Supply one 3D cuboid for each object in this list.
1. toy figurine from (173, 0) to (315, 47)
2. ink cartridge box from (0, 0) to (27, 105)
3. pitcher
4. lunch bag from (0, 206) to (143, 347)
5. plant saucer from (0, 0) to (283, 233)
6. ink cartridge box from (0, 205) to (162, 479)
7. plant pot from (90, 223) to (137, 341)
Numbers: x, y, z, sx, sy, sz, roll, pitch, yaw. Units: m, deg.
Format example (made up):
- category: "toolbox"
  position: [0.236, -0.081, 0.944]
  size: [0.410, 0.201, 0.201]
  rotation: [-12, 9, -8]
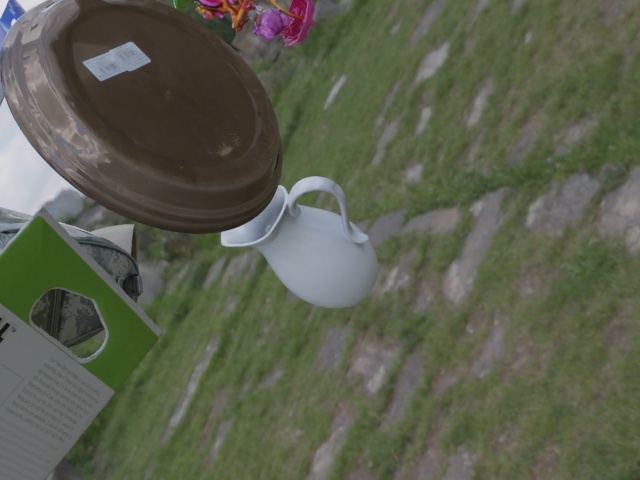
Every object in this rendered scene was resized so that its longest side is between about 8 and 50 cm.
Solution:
- category: "toy figurine"
  position: [-0.086, -0.325, 1.135]
  size: [0.173, 0.159, 0.130]
  rotation: [-49, -6, -40]
- category: "ink cartridge box"
  position: [-0.532, -0.205, 1.233]
  size: [0.165, 0.065, 0.332]
  rotation: [43, 107, 47]
- category: "pitcher"
  position: [0.000, 0.000, 1.104]
  size: [0.178, 0.207, 0.125]
  rotation: [-25, 45, 36]
- category: "lunch bag"
  position: [-0.472, 0.054, 1.350]
  size: [0.305, 0.256, 0.212]
  rotation: [15, 105, 39]
- category: "plant saucer"
  position: [-0.146, -0.129, 0.758]
  size: [0.041, 0.278, 0.278]
  rotation: [-45, 23, 39]
- category: "ink cartridge box"
  position: [-0.238, 0.099, 0.499]
  size: [0.255, 0.097, 0.189]
  rotation: [-51, -28, -16]
- category: "plant pot"
  position: [-0.529, 0.101, 1.926]
  size: [0.284, 0.191, 0.284]
  rotation: [-179, 90, -80]
